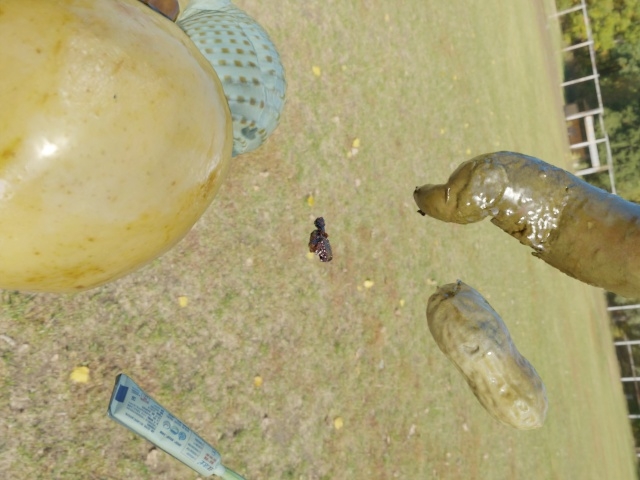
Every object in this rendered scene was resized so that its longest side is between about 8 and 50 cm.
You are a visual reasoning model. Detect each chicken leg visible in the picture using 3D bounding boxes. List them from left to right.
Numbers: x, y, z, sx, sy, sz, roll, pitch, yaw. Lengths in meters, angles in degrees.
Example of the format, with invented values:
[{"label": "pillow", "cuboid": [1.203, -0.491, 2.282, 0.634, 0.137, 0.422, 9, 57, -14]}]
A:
[{"label": "chicken leg", "cuboid": [0.001, 0.002, 0.562, 0.083, 0.021, 0.036, -79, 147, -71]}]

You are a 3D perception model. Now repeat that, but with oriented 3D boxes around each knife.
[{"label": "knife", "cuboid": [-0.213, 0.396, 1.003, 0.020, 0.293, 0.043, -47, 156, -44]}]

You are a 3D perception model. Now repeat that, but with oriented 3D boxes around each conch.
[{"label": "conch", "cuboid": [-0.173, -0.288, 1.005, 0.303, 0.215, 0.319, 9, 101, -49]}]

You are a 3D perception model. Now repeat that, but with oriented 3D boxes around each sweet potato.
[{"label": "sweet potato", "cuboid": [0.239, -0.012, 0.498, 0.124, 0.310, 0.097, 16, 94, -67]}]

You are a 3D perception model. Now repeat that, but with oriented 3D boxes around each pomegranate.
[{"label": "pomegranate", "cuboid": [-0.225, -0.082, 0.471, 0.307, 0.308, 0.307, 32, 53, -56]}]

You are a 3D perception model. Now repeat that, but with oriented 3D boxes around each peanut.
[{"label": "peanut", "cuboid": [0.211, 0.150, 0.705, 0.214, 0.100, 0.099, 59, 27, 4]}]

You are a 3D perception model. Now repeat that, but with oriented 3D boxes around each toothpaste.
[{"label": "toothpaste", "cuboid": [-0.239, 0.313, 0.882, 0.268, 0.047, 0.069, 54, 50, -33]}]
